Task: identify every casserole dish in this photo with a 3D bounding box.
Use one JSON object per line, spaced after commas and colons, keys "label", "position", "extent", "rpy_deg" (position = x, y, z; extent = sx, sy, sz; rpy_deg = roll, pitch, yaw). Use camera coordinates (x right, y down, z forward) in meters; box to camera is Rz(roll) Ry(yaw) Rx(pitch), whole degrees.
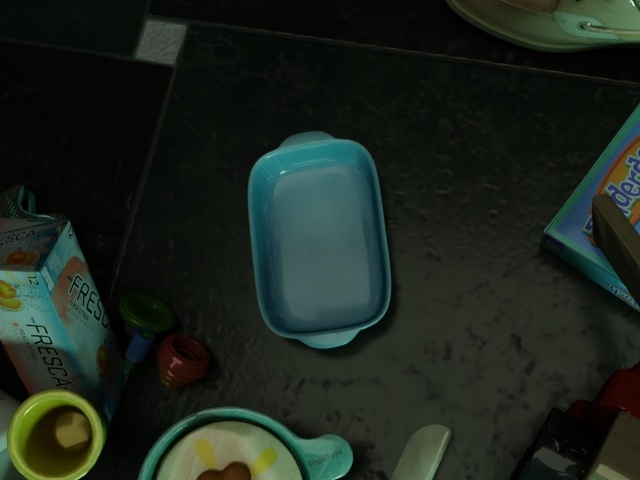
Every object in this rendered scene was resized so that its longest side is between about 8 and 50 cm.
{"label": "casserole dish", "position": [0.000, 0.000, 0.730], "extent": [0.114, 0.037, 0.188], "rpy_deg": [-9, 74, 7]}

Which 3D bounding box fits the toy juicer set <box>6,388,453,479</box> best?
{"label": "toy juicer set", "position": [-0.069, 0.226, 0.626], "extent": [0.329, 0.089, 0.209], "rpy_deg": [6, 83, -1]}

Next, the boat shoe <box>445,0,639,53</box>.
{"label": "boat shoe", "position": [0.249, -0.212, 0.710], "extent": [0.302, 0.098, 0.109], "rpy_deg": [17, 79, 14]}

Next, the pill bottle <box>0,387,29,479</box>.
{"label": "pill bottle", "position": [-0.346, 0.145, 0.702], "extent": [0.229, 0.131, 0.131], "rpy_deg": [29, 82, 16]}

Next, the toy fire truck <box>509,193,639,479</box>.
{"label": "toy fire truck", "position": [0.200, 0.113, 0.588], "extent": [0.158, 0.217, 0.246], "rpy_deg": [29, 59, 17]}

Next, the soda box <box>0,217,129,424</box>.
{"label": "soda box", "position": [-0.207, 0.067, 0.672], "extent": [0.063, 0.183, 0.058], "rpy_deg": [2, 44, 11]}

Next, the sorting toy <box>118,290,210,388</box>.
{"label": "sorting toy", "position": [-0.141, 0.090, 0.727], "extent": [0.102, 0.061, 0.042], "rpy_deg": [41, 114, 22]}

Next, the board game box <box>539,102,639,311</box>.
{"label": "board game box", "position": [0.306, -0.005, 0.670], "extent": [0.210, 0.047, 0.160], "rpy_deg": [37, 84, 17]}

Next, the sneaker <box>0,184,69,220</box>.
{"label": "sneaker", "position": [-0.245, 0.012, 0.759], "extent": [0.166, 0.065, 0.076], "rpy_deg": [42, 81, 16]}
